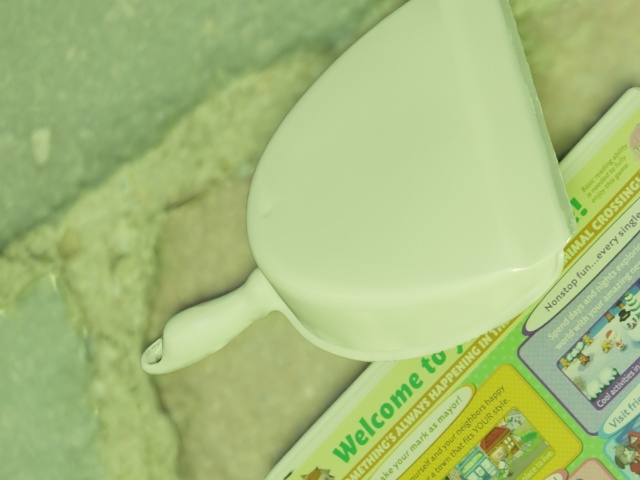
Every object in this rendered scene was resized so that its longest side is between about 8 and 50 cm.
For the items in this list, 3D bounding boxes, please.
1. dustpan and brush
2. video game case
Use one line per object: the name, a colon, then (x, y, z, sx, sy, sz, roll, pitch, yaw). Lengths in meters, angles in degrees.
dustpan and brush: (0.000, 0.000, 0.531, 0.211, 0.060, 0.147, -25, 50, 21)
video game case: (0.104, 0.085, 0.475, 0.212, 0.023, 0.193, -48, 62, 14)
